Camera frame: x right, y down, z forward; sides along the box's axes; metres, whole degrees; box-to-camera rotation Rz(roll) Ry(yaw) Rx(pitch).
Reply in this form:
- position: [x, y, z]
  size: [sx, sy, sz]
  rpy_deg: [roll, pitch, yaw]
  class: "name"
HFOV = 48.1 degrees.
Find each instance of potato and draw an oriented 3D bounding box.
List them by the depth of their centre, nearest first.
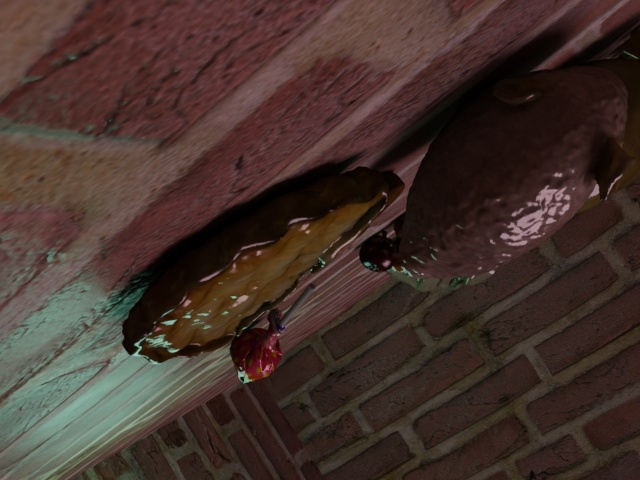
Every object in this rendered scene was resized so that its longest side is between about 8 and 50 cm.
- position: [0.439, -0.173, 1.118]
  size: [0.351, 0.203, 0.218]
  rpy_deg: [-27, 140, 4]
  class: "potato"

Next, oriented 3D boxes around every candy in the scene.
- position: [-0.095, 0.193, 1.562]
  size: [0.124, 0.124, 0.365]
  rpy_deg: [-27, 162, -41]
  class: "candy"

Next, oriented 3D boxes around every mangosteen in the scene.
- position: [0.124, 0.029, 1.536]
  size: [0.081, 0.081, 0.081]
  rpy_deg: [-33, 172, -6]
  class: "mangosteen"

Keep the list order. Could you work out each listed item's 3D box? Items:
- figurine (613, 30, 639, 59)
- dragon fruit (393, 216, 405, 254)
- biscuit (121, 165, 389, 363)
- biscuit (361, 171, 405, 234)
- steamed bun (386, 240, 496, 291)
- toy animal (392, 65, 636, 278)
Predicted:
- position: [0.625, -0.298, 1.307]
  size: [0.343, 0.187, 0.215]
  rpy_deg: [-15, 148, -47]
  class: "figurine"
- position: [0.236, -0.015, 1.567]
  size: [0.133, 0.150, 0.207]
  rpy_deg: [-6, -172, 18]
  class: "dragon fruit"
- position: [-0.067, 0.026, 0.814]
  size: [0.335, 0.078, 0.329]
  rpy_deg: [-34, 169, 0]
  class: "biscuit"
- position: [0.002, 0.003, 1.038]
  size: [0.295, 0.044, 0.186]
  rpy_deg: [-39, 172, 33]
  class: "biscuit"
- position: [0.351, 0.032, 1.912]
  size: [0.324, 0.219, 0.310]
  rpy_deg: [-26, 168, -41]
  class: "steamed bun"
- position: [0.224, -0.083, 0.861]
  size: [0.358, 0.188, 0.226]
  rpy_deg: [-47, 178, 5]
  class: "toy animal"
